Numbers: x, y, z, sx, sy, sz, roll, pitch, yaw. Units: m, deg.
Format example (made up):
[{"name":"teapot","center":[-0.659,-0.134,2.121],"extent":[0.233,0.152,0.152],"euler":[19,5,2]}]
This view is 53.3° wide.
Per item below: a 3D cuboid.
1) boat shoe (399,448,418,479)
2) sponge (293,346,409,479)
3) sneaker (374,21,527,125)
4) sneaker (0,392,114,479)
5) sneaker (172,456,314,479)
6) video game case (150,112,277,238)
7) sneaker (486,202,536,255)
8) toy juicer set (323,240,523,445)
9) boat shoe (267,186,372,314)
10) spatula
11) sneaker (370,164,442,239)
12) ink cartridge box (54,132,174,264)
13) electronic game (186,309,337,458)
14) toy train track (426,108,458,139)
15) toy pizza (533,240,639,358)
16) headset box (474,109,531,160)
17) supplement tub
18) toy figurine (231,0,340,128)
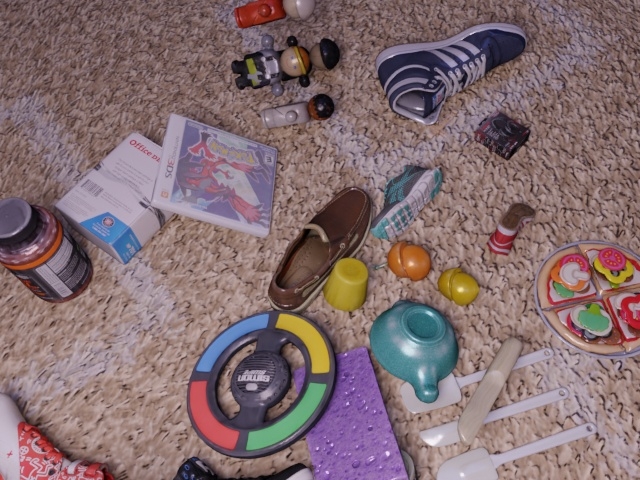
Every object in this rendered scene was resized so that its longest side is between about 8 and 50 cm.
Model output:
[{"name":"boat shoe","center":[0.045,0.375,0.823],"extent":[0.228,0.068,0.081],"euler":[-42,47,-18]},{"name":"sponge","center":[0.036,0.250,0.874],"extent":[0.117,0.031,0.210],"euler":[-21,43,4]},{"name":"sneaker","center":[0.249,-0.304,1.172],"extent":[0.283,0.099,0.153],"euler":[-10,52,7]},{"name":"sneaker","center":[-0.371,0.315,0.881],"extent":[0.145,0.090,0.270],"euler":[-21,65,-9]},{"name":"sneaker","center":[-0.123,0.322,0.833],"extent":[0.217,0.079,0.121],"euler":[-37,64,7]},{"name":"video game case","center":[-0.174,-0.111,1.088],"extent":[0.202,0.023,0.183],"euler":[17,58,-23]},{"name":"sneaker","center":[0.312,-0.017,1.049],"extent":[0.042,0.067,0.118],"euler":[34,38,23]},{"name":"toy juicer set","center":[0.171,0.135,0.953],"extent":[0.209,0.089,0.329],"euler":[-23,56,-29]},{"name":"boat shoe","center":[0.007,0.003,1.023],"extent":[0.095,0.095,0.257],"euler":[25,65,17]},{"name":"spatula","center":[0.253,0.245,0.912],"extent":[0.242,0.019,0.168],"euler":[-18,60,-5]},{"name":"sneaker","center":[0.132,-0.068,1.085],"extent":[0.076,0.065,0.166],"euler":[29,62,37]},{"name":"ink cartridge box","center":[-0.331,-0.075,1.102],"extent":[0.140,0.082,0.190],"euler":[32,66,20]},{"name":"electronic game","center":[-0.087,0.200,0.916],"extent":[0.230,0.048,0.229],"euler":[-12,48,14]},{"name":"toy train track","center":[0.227,-0.218,1.179],"extent":[0.048,0.014,0.083],"euler":[38,69,22]},{"name":"toy pizza","center":[0.434,0.083,0.982],"extent":[0.202,0.032,0.201],"euler":[-2,61,3]},{"name":"headset box","center":[0.323,-0.191,1.147],"extent":[0.083,0.032,0.062],"euler":[40,71,21]},{"name":"supplement tub","center":[-0.440,0.014,0.993],"extent":[0.106,0.197,0.105],"euler":[-2,60,4]},{"name":"toy figurine","center":[-0.054,-0.320,1.145],"extent":[0.148,0.213,0.209],"euler":[-9,58,15]}]
